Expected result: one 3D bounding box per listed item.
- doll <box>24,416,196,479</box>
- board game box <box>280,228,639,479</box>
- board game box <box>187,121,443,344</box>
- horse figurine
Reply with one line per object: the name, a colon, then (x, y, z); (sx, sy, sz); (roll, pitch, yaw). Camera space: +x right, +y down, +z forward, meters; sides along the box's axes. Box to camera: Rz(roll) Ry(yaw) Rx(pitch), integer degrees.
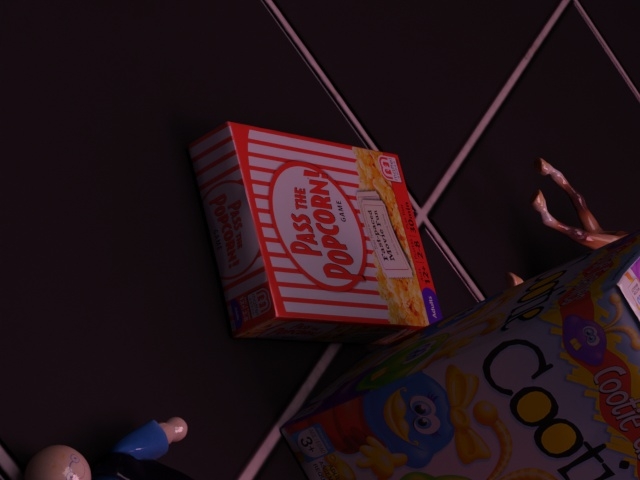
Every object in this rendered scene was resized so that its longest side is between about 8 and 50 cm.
doll: (-0.091, 0.163, 0.916); (0.189, 0.046, 0.129); (28, 57, -31)
board game box: (0.138, 0.112, 1.040); (0.142, 0.275, 0.144); (60, 35, -4)
board game box: (0.000, 0.000, 1.137); (0.193, 0.045, 0.146); (6, 63, -50)
horse figurine: (0.228, 0.048, 1.317); (0.174, 0.066, 0.263); (33, 60, -14)
